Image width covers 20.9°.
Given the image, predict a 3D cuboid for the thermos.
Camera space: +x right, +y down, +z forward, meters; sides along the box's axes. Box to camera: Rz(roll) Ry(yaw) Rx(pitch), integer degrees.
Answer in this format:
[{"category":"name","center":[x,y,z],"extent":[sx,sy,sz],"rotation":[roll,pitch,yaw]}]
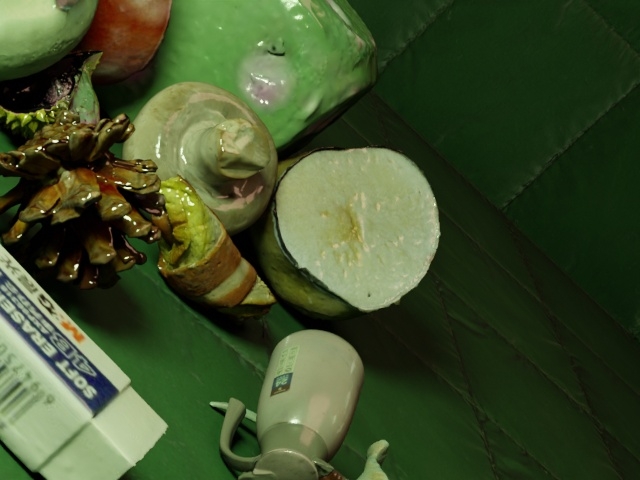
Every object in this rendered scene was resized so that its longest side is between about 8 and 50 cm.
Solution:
[{"category":"thermos","center":[-0.035,0.192,1.817],"extent":[0.193,0.137,0.105],"rotation":[-73,158,-55]}]

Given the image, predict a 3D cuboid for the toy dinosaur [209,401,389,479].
[{"category":"toy dinosaur","center":[0.045,0.289,1.896],"extent":[0.393,0.092,0.205],"rotation":[47,18,-12]}]

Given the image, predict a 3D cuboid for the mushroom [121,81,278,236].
[{"category":"mushroom","center":[-0.137,-0.101,2.145],"extent":[0.204,0.204,0.204],"rotation":[44,14,-14]}]

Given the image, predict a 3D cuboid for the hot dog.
[{"category":"hot dog","center":[-0.141,0.024,2.054],"extent":[0.261,0.093,0.123],"rotation":[56,-2,-35]}]

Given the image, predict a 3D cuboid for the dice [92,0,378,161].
[{"category":"dice","center":[-0.123,-0.259,2.394],"extent":[0.330,0.318,0.322],"rotation":[49,12,2]}]

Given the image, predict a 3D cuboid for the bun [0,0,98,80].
[{"category":"bun","center":[-0.394,-0.287,1.977],"extent":[0.283,0.179,0.283],"rotation":[11,54,-16]}]

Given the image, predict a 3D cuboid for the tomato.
[{"category":"tomato","center":[-0.318,-0.354,2.141],"extent":[0.176,0.335,0.289],"rotation":[-10,38,-45]}]

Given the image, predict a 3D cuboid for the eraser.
[{"category":"eraser","center":[-0.263,0.099,1.493],"extent":[0.279,0.081,0.124],"rotation":[47,13,-1]}]

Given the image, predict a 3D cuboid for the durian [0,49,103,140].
[{"category":"durian","center":[-0.320,-0.141,2.022],"extent":[0.186,0.119,0.108],"rotation":[-79,163,-59]}]

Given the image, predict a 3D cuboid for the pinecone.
[{"category":"pinecone","center":[-0.244,-0.037,1.744],"extent":[0.150,0.179,0.195],"rotation":[-92,164,-51]}]

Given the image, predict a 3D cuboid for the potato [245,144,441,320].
[{"category":"potato","center":[0.000,0.000,2.378],"extent":[0.300,0.196,0.246],"rotation":[-9,79,-44]}]
